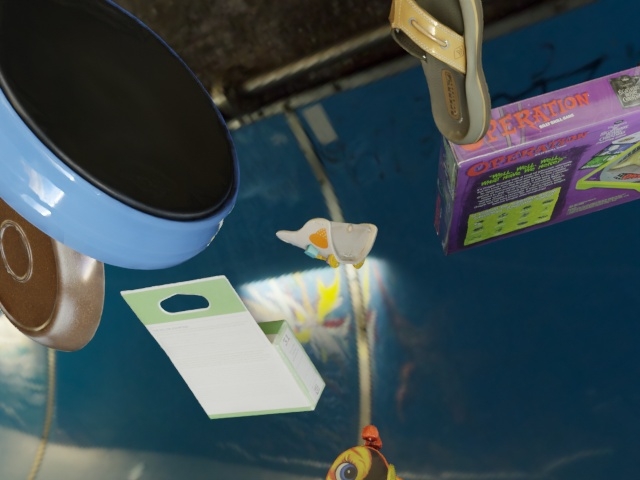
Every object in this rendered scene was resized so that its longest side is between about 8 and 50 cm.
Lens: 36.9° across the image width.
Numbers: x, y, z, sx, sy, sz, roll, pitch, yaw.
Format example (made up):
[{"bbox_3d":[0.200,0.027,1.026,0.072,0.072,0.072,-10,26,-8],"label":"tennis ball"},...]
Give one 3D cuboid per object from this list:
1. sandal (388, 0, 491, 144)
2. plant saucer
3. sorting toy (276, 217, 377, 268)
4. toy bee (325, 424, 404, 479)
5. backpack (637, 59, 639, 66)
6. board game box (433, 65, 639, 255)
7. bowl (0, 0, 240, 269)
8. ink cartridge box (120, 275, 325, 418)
[{"bbox_3d":[0.074,-0.138,0.650,0.049,0.180,0.072,-27,-145,-16],"label":"sandal"},{"bbox_3d":[-0.402,0.011,1.325,0.050,0.310,0.311,-18,-177,-43],"label":"plant saucer"},{"bbox_3d":[0.000,0.000,0.923,0.075,0.044,0.083,10,-177,36],"label":"sorting toy"},{"bbox_3d":[0.066,0.300,1.119,0.195,0.298,0.162,108,9,-62],"label":"toy bee"},{"bbox_3d":[0.633,-0.149,1.364,0.356,0.290,0.273,-8,169,-10],"label":"backpack"},{"bbox_3d":[0.277,-0.089,0.882,0.347,0.056,0.208,-16,161,-3],"label":"board game box"},{"bbox_3d":[-0.253,-0.148,1.112,0.077,0.391,0.391,-39,-166,27],"label":"bowl"},{"bbox_3d":[-0.121,0.126,1.215,0.171,0.235,0.056,-10,-147,31],"label":"ink cartridge box"}]
